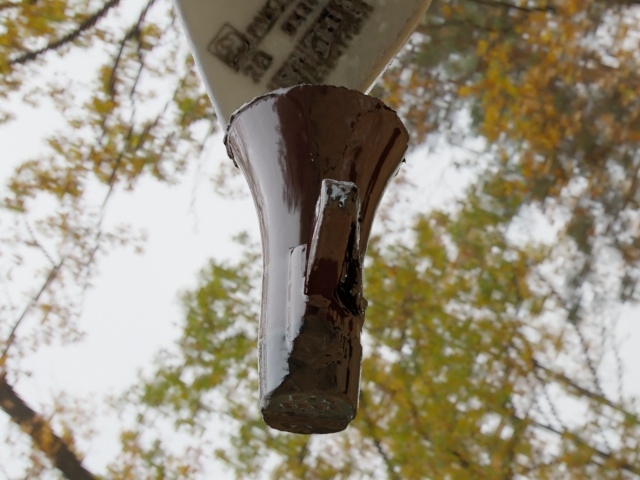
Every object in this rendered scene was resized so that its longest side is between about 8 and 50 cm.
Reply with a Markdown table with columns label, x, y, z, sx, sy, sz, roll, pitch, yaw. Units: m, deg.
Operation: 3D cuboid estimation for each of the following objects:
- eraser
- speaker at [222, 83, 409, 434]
| label | x | y | z | sx | sy | sz | roll | pitch | yaw |
| --- | --- | --- | --- | --- | --- | --- | --- | --- | --- |
| eraser | -0.041 | -0.218 | 1.572 | 0.150 | 0.331 | 0.331 | -126 | 58 | -87 |
| speaker | 0.018 | -0.002 | 1.256 | 0.198 | 0.329 | 0.259 | 21 | -44 | -27 |
